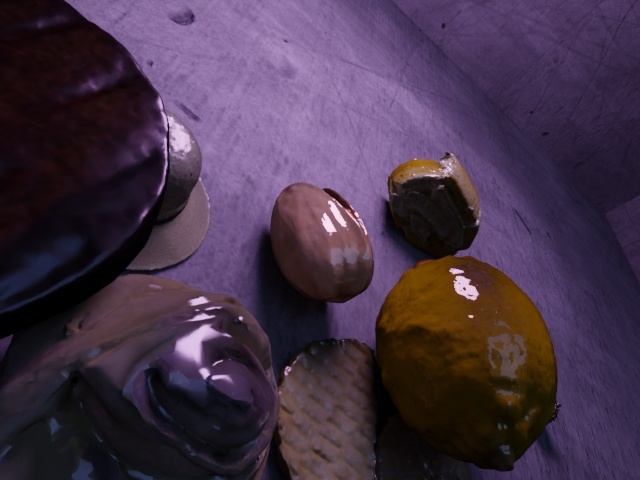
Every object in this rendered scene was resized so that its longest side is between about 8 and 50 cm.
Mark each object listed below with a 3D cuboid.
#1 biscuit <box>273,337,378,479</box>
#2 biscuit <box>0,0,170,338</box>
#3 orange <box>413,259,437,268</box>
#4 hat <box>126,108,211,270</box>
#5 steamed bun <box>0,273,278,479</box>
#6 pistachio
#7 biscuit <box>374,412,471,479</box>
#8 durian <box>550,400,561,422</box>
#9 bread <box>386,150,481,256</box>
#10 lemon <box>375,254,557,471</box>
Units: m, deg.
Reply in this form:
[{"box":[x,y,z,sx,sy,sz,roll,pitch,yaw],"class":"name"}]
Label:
[{"box":[0.010,0.250,0.607,0.187,0.036,0.274,31,42,-25],"class":"biscuit"},{"box":[-0.331,-0.092,0.356,0.407,0.091,0.408,19,49,-24],"class":"biscuit"},{"box":[0.246,0.078,0.965,0.086,0.062,0.086,23,48,-28],"class":"orange"},{"box":[-0.232,-0.103,0.570,0.257,0.130,0.257,26,44,-28],"class":"hat"},{"box":[-0.147,0.164,0.380,0.268,0.207,0.280,32,43,-24],"class":"steamed bun"},{"box":[0.000,0.000,0.707,0.157,0.157,0.230,11,41,-40],"class":"pistachio"},{"box":[0.162,0.369,0.668,0.219,0.033,0.220,25,43,-26],"class":"biscuit"},{"box":[0.482,0.362,0.966,0.091,0.080,0.080,-22,77,-48],"class":"durian"},{"box":[0.273,-0.074,1.018,0.257,0.185,0.124,44,33,-22],"class":"bread"},{"box":[0.217,0.178,0.681,0.285,0.285,0.316,20,57,-34],"class":"lemon"}]
